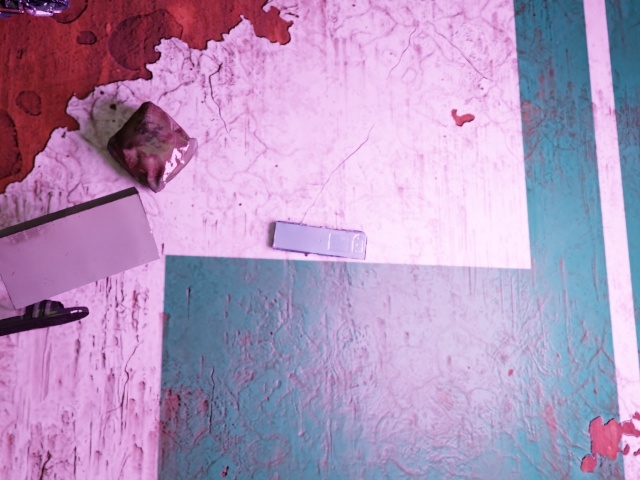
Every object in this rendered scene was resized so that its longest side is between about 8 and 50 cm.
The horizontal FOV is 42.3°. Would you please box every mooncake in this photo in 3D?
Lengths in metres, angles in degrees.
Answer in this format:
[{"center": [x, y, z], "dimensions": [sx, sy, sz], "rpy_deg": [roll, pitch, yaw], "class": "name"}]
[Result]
[{"center": [-0.292, -0.163, 1.437], "dimensions": [0.130, 0.073, 0.125], "rpy_deg": [39, 74, 0], "class": "mooncake"}]

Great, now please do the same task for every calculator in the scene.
[{"center": [0.000, 0.000, 1.492], "dimensions": [0.172, 0.018, 0.057], "rpy_deg": [7, 74, -11], "class": "calculator"}]

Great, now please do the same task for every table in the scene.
[{"center": [-0.401, 0.000, 1.341], "dimensions": [0.240, 0.111, 0.121], "rpy_deg": [-20, 114, -17], "class": "table"}]

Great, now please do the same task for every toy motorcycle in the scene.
[{"center": [-0.547, -0.419, 1.429], "dimensions": [0.213, 0.122, 0.082], "rpy_deg": [2, 100, -25], "class": "toy motorcycle"}]

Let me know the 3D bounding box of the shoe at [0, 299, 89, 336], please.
[{"center": [-0.468, 0.115, 1.335], "dimensions": [0.179, 0.071, 0.049], "rpy_deg": [-11, 76, -11], "class": "shoe"}]
